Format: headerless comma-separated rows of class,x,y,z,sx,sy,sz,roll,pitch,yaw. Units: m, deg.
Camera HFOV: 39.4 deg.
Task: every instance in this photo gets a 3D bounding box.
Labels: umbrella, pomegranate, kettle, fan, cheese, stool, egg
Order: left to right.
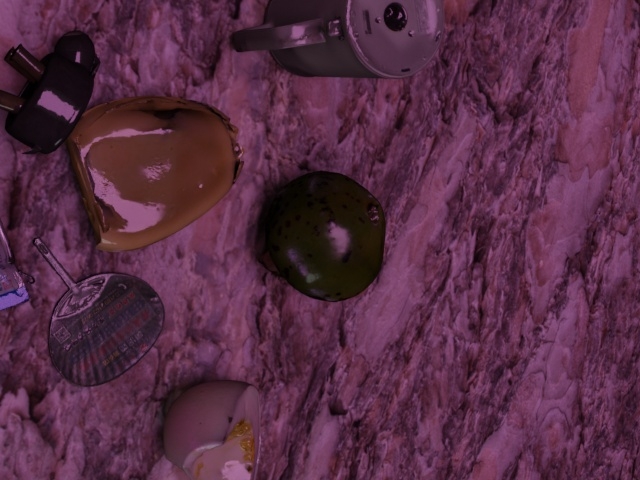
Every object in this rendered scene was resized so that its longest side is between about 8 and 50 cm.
umbrella,-0.552,0.035,1.515,0.149,0.022,0.022,33,118,-23
stool,-0.456,-0.250,1.458,0.139,0.153,0.228,32,39,-29
fan,-0.427,0.149,1.616,0.294,0.012,0.223,26,86,-33
cheese,-0.281,-0.135,1.573,0.316,0.128,0.259,-22,117,-22
egg,-0.213,0.370,1.704,0.271,0.162,0.206,80,19,-52
pomegranate,0.000,0.000,1.729,0.270,0.254,0.254,-33,122,20
kettle,0.031,-0.377,1.618,0.265,0.318,0.205,-48,120,-14

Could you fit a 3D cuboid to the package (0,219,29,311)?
package,-0.592,0.052,1.477,0.171,0.027,0.173,-21,107,-20
